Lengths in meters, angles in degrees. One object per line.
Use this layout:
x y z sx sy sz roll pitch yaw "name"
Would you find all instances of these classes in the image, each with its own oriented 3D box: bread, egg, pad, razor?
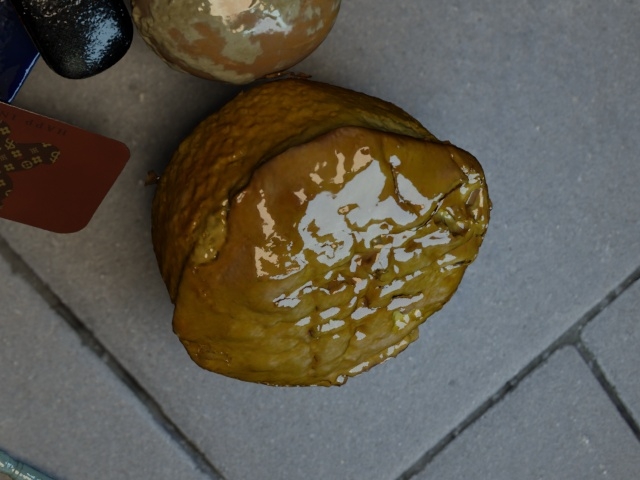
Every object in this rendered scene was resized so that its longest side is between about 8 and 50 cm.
0.000 0.000 1.510 0.398 0.215 0.398 -22 142 -19 "bread"
-0.089 -0.269 1.441 0.245 0.203 0.203 -6 111 -27 "egg"
-0.359 -0.088 1.454 0.267 0.004 0.181 17 136 -25 "pad"
-0.310 0.327 1.650 0.232 0.068 0.106 33 94 -23 "razor"

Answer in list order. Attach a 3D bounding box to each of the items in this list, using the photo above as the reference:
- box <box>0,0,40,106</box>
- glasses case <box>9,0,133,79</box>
-0.380 -0.322 1.361 0.279 0.116 0.261 29 95 -29 "box"
-0.275 -0.283 1.315 0.103 0.067 0.266 -30 122 -11 "glasses case"
